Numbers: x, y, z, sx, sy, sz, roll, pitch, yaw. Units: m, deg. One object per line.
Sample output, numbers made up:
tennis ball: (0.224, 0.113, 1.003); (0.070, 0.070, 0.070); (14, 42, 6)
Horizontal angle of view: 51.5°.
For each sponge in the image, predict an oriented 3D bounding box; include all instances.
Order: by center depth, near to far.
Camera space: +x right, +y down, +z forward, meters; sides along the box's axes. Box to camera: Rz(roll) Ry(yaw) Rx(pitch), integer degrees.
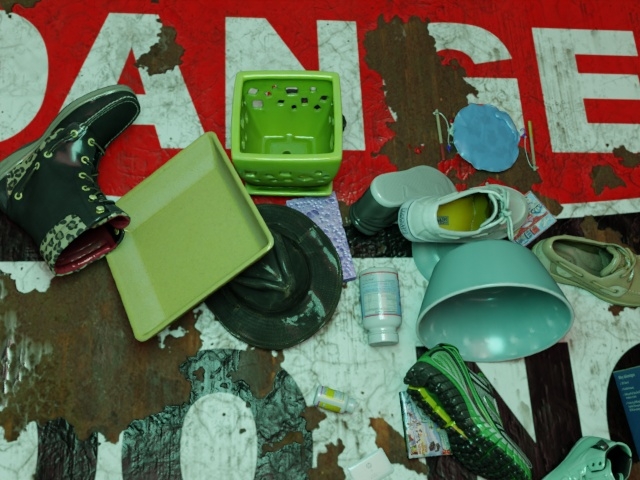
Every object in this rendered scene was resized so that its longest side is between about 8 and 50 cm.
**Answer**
sponge: (0.000, 0.000, 1.488); (0.117, 0.031, 0.210); (-11, 73, -10)

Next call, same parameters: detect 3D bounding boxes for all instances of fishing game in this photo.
fishing game: (0.400, -0.250, 1.617); (0.264, 0.041, 0.189); (0, 72, -16)

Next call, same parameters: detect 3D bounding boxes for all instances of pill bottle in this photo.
pill bottle: (0.029, 0.332, 1.376); (0.083, 0.043, 0.043); (18, 71, -1)
pill bottle: (0.130, 0.143, 1.428); (0.087, 0.087, 0.160); (-1, 72, -7)

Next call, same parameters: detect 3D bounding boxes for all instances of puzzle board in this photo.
puzzle board: (0.487, -0.049, 1.575); (0.128, 0.011, 0.096); (-35, 79, -17)

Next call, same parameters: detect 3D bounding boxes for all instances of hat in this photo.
hat: (-0.111, 0.056, 1.383); (0.331, 0.134, 0.331); (0, 73, 1)

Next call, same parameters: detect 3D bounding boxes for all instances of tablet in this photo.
tablet: (0.103, 0.469, 1.360); (0.083, 0.006, 0.054); (-27, 77, -15)

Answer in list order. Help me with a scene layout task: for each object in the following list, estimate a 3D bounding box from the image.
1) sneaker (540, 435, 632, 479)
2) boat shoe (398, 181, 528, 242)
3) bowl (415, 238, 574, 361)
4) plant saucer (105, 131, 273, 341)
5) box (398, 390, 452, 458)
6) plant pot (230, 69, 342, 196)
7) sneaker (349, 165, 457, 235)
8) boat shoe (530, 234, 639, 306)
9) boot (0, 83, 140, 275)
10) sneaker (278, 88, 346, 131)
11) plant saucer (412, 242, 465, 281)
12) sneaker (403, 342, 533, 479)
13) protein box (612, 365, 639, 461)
sneaker: (0.519, 0.496, 1.326); (0.094, 0.151, 0.256); (40, 73, 5)
boat shoe: (0.351, -0.063, 1.416); (0.367, 0.156, 0.136); (-3, 89, -34)
bowl: (0.348, 0.112, 1.379); (0.311, 0.311, 0.163); (5, 53, -5)
plant saucer: (-0.272, -0.006, 1.353); (0.333, 0.081, 0.333); (-36, 59, 8)
box: (0.220, 0.382, 1.391); (0.094, 0.027, 0.137); (-3, 72, -7)
plant pot: (-0.070, -0.218, 1.444); (0.227, 0.207, 0.228); (0, 66, -1)
sneaker: (0.182, -0.088, 1.509); (0.296, 0.147, 0.104); (-8, 67, -42)
boat shoe: (0.656, 0.068, 1.505); (0.341, 0.110, 0.122); (12, 71, -3)
boot: (-0.482, -0.128, 1.378); (0.377, 0.138, 0.284); (-38, 65, -10)
sneaker: (-0.024, -0.306, 1.575); (0.170, 0.051, 0.089); (3, 67, -10)
plant saucer: (0.308, 0.020, 1.517); (0.195, 0.037, 0.195); (2, 72, -6)
sneaker: (0.327, 0.354, 1.350); (0.146, 0.134, 0.343); (-41, 97, -38)
protein box: (0.747, 0.349, 1.376); (0.136, 0.200, 0.201); (-8, 73, -10)
